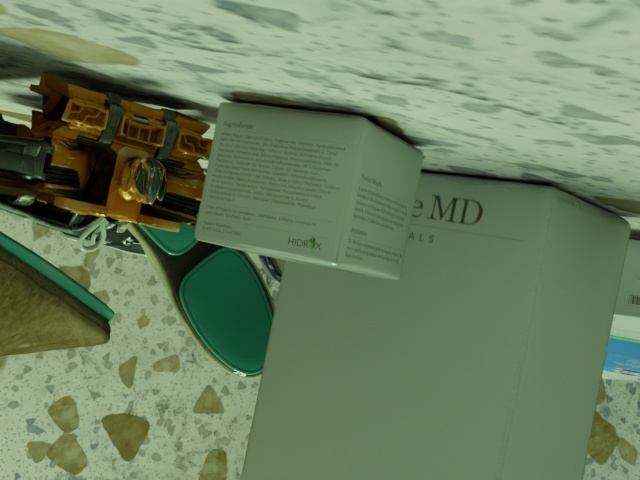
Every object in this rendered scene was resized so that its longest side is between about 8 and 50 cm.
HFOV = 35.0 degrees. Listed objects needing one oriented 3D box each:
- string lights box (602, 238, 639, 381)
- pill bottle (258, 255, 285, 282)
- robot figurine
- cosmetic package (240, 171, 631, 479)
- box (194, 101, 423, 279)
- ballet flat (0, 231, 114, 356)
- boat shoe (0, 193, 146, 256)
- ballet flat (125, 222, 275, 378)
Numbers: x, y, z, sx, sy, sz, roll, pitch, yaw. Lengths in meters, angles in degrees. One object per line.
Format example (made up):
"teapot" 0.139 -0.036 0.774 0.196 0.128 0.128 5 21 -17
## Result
"string lights box" 0.341 0.082 0.994 0.133 0.076 0.259 6 162 19
"pill bottle" 0.000 0.000 1.043 0.112 0.112 0.187 11 177 -11
"robot figurine" -0.189 -0.063 0.712 0.211 0.085 0.291 12 178 -41
"cosmetic package" 0.074 0.179 0.807 0.230 0.453 0.161 9 177 37
"box" -0.005 -0.029 0.622 0.102 0.087 0.101 11 178 26
"ballet flat" -0.261 0.000 0.565 0.116 0.124 0.342 19 159 41
"boat shoe" -0.236 -0.045 1.091 0.306 0.113 0.105 21 -170 -12
"ballet flat" -0.117 0.012 0.918 0.086 0.248 0.086 -27 -167 7
